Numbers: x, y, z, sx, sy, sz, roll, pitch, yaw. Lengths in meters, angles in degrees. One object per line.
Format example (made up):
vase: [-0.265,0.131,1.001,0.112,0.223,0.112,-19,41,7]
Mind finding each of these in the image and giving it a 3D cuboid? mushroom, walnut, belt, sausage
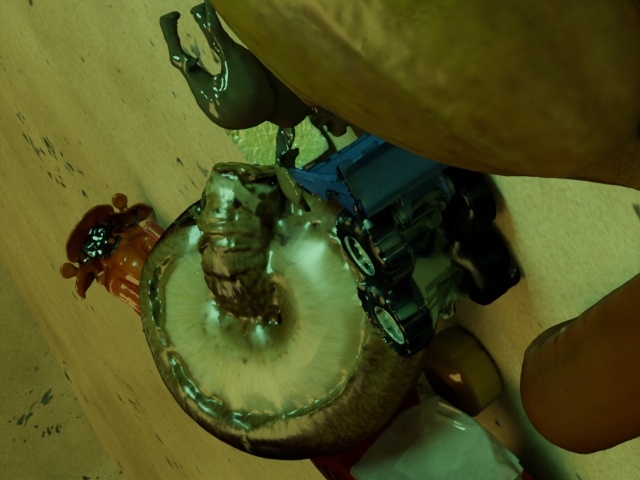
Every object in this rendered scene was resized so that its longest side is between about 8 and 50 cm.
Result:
mushroom: [-0.029,0.053,1.582,0.297,0.163,0.278,0,108,34]
walnut: [0.069,-0.145,0.988,0.336,0.209,0.209,43,164,-3]
belt: [0.100,0.229,1.685,0.227,0.115,0.324,40,170,4]
sausage: [0.210,0.077,1.194,0.097,0.094,0.348,49,163,4]

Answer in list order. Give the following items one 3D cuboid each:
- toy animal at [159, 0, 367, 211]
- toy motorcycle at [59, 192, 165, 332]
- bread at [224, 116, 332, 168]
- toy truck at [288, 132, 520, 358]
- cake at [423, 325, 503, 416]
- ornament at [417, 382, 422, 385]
toy animal: [-0.041,-0.113,1.415,0.186,0.094,0.214,57,-160,1]
toy motorcycle: [-0.207,0.051,2.285,0.221,0.147,0.326,38,175,-27]
bread: [-0.026,-0.101,1.655,0.084,0.080,0.109,56,-161,-3]
toy truck: [0.062,-0.024,1.387,0.126,0.113,0.208,41,158,44]
cake: [0.124,0.118,1.614,0.084,0.044,0.084,49,161,23]
ornament: [0.054,0.116,1.842,0.073,0.028,0.125,61,161,-22]
